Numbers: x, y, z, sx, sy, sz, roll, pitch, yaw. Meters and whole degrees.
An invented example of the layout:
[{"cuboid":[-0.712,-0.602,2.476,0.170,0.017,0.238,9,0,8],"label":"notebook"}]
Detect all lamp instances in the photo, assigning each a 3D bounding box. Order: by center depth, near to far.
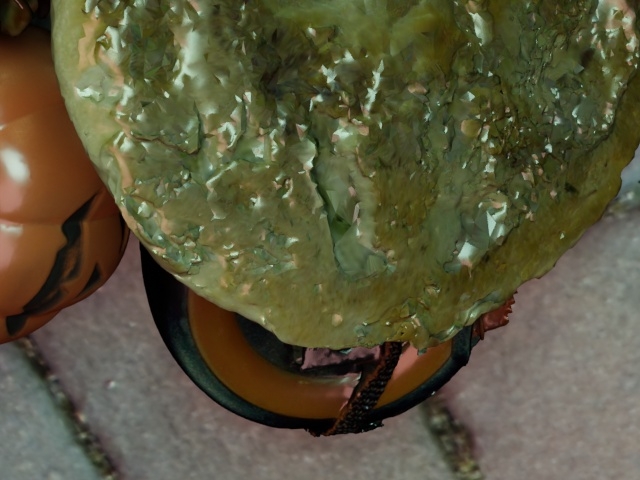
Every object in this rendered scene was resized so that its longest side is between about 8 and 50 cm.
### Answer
[{"cuboid":[-0.191,-0.034,0.933,0.188,0.164,0.187,3,98,20],"label":"lamp"}]

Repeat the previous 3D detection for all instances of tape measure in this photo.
[{"cuboid":[0.000,0.000,0.938,0.202,0.135,0.223,-13,115,-3],"label":"tape measure"}]

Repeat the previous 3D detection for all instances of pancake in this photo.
[{"cuboid":[0.033,-0.111,0.812,0.356,0.065,0.356,-2,94,-31],"label":"pancake"}]

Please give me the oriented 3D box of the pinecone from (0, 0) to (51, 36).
[{"cuboid":[-0.199,-0.190,0.800,0.224,0.272,0.224,26,151,15],"label":"pinecone"}]
